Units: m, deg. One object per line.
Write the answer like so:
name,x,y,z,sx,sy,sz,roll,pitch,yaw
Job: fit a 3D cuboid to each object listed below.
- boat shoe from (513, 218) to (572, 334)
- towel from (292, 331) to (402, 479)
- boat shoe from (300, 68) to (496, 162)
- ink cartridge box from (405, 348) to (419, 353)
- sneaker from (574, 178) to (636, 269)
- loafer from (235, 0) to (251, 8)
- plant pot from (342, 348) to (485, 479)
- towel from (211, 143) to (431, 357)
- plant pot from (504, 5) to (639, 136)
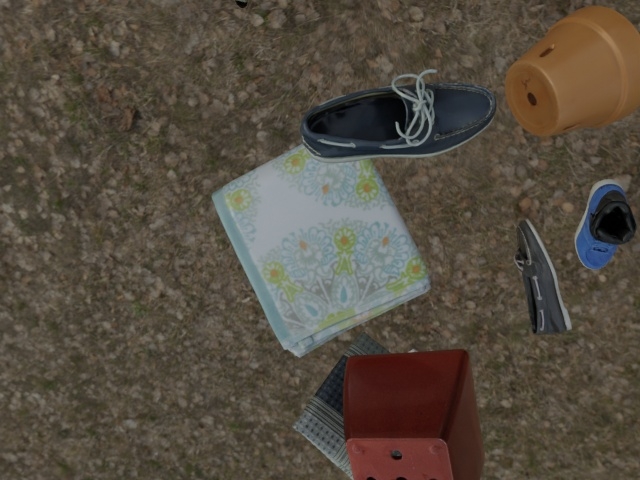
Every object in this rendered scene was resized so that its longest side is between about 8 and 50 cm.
boat shoe,0.550,0.108,1.191,0.096,0.112,0.335,-22,107,16
towel,0.139,0.453,1.206,0.324,0.312,0.056,41,159,-3
boat shoe,0.100,-0.157,0.583,0.255,0.079,0.095,-5,84,2
ink cartridge box,0.320,0.505,1.411,0.198,0.272,0.115,37,122,-26
sneaker,0.417,-0.005,0.684,0.058,0.084,0.152,6,124,17
loafer,-0.181,-0.579,1.066,0.056,0.148,0.050,12,96,4
plant pot,0.178,0.399,0.925,0.268,0.236,0.267,-8,102,18
towel,0.000,0.000,0.912,0.321,0.090,0.374,-27,86,3
plant pot,0.603,-0.389,1.147,0.204,0.291,0.290,-28,115,-4
